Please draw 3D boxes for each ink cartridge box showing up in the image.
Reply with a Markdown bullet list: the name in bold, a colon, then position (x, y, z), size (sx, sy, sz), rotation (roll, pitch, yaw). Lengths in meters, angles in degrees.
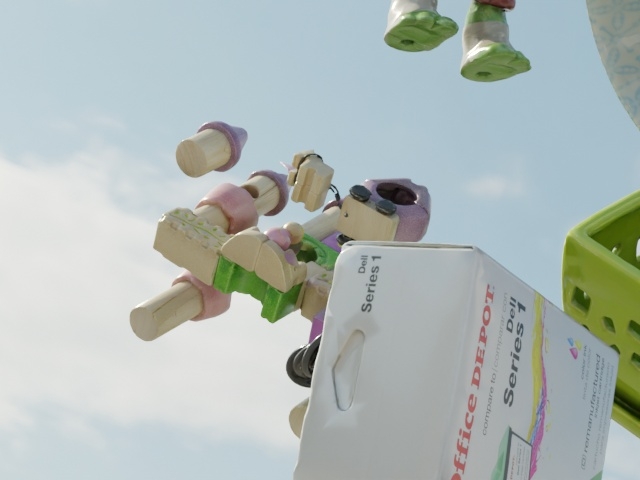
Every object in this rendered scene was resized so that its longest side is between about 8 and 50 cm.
- **ink cartridge box**: position (0.111, 0.138, 1.471), size (0.117, 0.201, 0.278), rotation (1, -19, 32)

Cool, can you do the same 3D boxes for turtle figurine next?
- **turtle figurine**: position (0.152, -0.288, 1.654), size (0.274, 0.266, 0.198), rotation (-1, -18, 18)

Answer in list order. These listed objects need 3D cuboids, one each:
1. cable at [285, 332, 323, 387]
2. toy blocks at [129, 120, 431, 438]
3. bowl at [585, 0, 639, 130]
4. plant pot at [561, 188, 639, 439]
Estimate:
- **cable**: position (0.066, 0.106, 1.722), size (0.184, 0.047, 0.150), rotation (-3, -23, 18)
- **toy blocks**: position (0.000, 0.000, 2.083), size (0.288, 0.260, 0.309), rotation (31, -56, 23)
- **bowl**: position (0.352, -0.193, 1.509), size (0.156, 0.289, 0.289), rotation (-20, -6, -25)
- **plant pot**: position (0.378, 0.087, 1.950), size (0.227, 0.228, 0.207), rotation (35, -46, 33)
